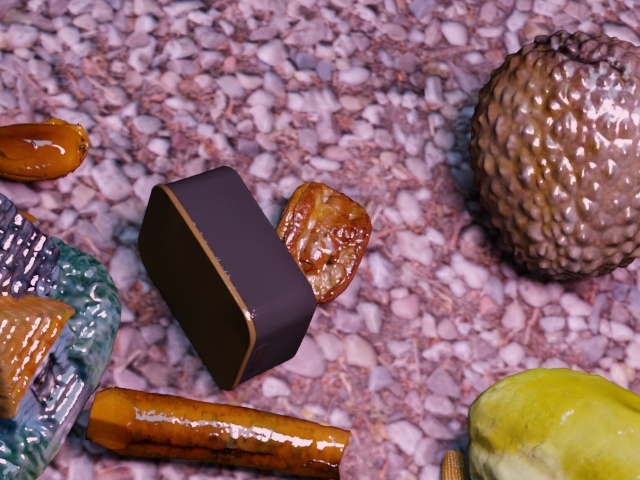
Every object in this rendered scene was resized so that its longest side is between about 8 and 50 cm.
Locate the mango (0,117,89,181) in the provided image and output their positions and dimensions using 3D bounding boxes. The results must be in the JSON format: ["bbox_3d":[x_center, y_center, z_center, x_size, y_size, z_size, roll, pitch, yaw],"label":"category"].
[{"bbox_3d":[-0.309,-0.095,1.795,0.127,0.063,0.077,-3,23,-10],"label":"mango"}]

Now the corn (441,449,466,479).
[{"bbox_3d":[0.132,0.250,1.696,0.028,0.027,0.083,18,53,-19],"label":"corn"}]

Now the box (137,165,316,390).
[{"bbox_3d":[-0.094,0.034,1.714,0.090,0.144,0.201,-22,64,-27],"label":"box"}]

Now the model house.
[{"bbox_3d":[-0.322,0.068,1.560,0.225,0.241,0.261,22,68,6],"label":"model house"}]

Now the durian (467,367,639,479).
[{"bbox_3d":[0.270,0.261,1.618,0.255,0.204,0.340,-4,58,-1],"label":"durian"}]

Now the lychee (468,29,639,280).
[{"bbox_3d":[0.283,-0.094,1.814,0.255,0.255,0.274,17,71,-1],"label":"lychee"}]

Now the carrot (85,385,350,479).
[{"bbox_3d":[-0.099,0.192,1.661,0.260,0.070,0.070,10,57,-9],"label":"carrot"}]

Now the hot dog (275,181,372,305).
[{"bbox_3d":[-0.002,0.000,1.802,0.099,0.065,0.147,29,54,-5],"label":"hot dog"}]
